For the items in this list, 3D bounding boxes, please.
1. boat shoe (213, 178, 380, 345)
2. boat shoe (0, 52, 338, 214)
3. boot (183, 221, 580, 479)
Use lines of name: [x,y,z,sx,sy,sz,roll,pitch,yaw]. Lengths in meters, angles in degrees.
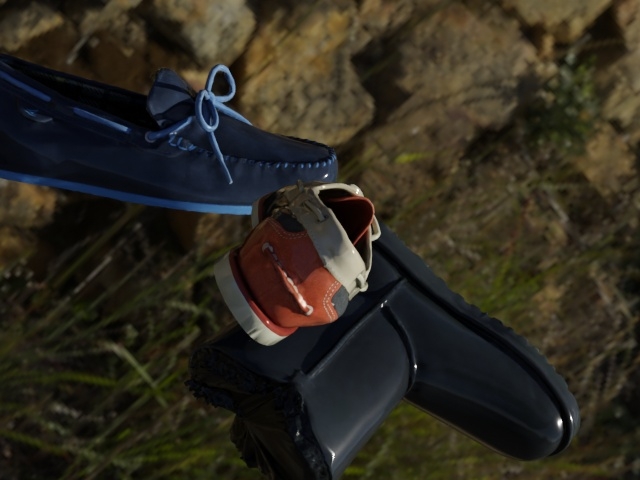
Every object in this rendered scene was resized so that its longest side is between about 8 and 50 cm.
boat shoe: [0.000,0.000,0.446,0.049,0.043,0.137,55,12,-3]
boat shoe: [-0.111,-0.074,0.872,0.258,0.089,0.109,6,18,-13]
boot: [0.046,0.116,0.914,0.246,0.094,0.207,43,47,2]
